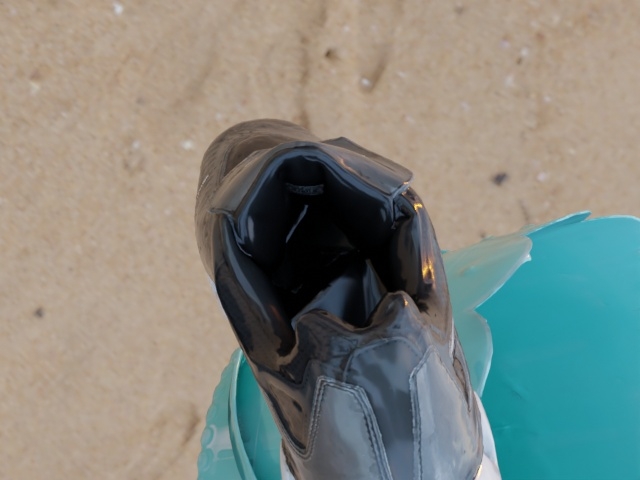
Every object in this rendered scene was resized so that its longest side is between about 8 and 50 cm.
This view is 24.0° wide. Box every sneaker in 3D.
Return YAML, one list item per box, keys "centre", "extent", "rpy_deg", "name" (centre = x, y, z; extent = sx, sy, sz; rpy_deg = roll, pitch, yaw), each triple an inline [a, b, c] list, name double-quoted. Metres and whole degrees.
- centre: [0.000, 0.000, 0.496]
  extent: [0.078, 0.234, 0.106]
  rpy_deg: [-15, 124, -5]
  name: "sneaker"

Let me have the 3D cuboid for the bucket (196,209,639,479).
- centre: [0.083, 0.127, 0.751]
  extent: [0.281, 0.183, 0.281]
  rpy_deg: [20, 64, -47]
  name: "bucket"
